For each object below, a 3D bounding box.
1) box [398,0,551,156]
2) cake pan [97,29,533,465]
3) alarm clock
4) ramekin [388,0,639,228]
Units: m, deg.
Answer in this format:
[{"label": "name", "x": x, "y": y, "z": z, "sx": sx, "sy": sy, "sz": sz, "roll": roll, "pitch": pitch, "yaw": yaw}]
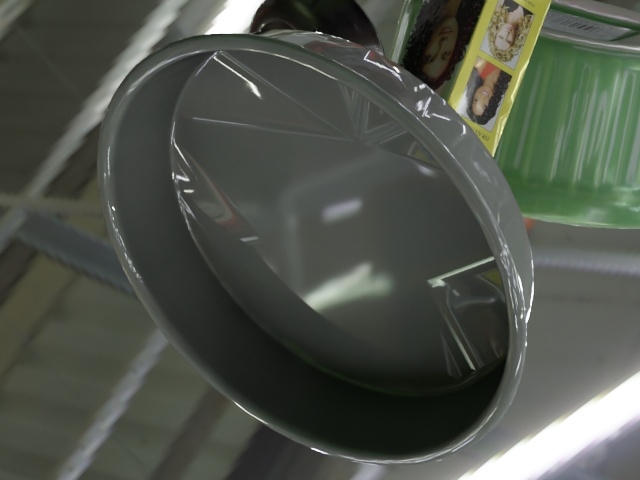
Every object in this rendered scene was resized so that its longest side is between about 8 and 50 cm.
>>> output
[{"label": "box", "x": 0.085, "y": -0.083, "z": 1.325, "sx": 0.087, "sy": 0.058, "sz": 0.232, "roll": 3, "pitch": -110, "yaw": 58}, {"label": "cake pan", "x": 0.000, "y": 0.000, "z": 1.072, "sx": 0.293, "sy": 0.293, "sz": 0.054, "roll": -5, "pitch": -151, "yaw": 41}, {"label": "alarm clock", "x": -0.013, "y": -0.136, "z": 1.527, "sx": 0.064, "sy": 0.129, "sz": 0.192, "roll": -27, "pitch": 166, "yaw": -29}, {"label": "ramekin", "x": 0.196, "y": -0.129, "z": 1.614, "sx": 0.303, "sy": 0.303, "sz": 0.148, "roll": 37, "pitch": -59, "yaw": 55}]
